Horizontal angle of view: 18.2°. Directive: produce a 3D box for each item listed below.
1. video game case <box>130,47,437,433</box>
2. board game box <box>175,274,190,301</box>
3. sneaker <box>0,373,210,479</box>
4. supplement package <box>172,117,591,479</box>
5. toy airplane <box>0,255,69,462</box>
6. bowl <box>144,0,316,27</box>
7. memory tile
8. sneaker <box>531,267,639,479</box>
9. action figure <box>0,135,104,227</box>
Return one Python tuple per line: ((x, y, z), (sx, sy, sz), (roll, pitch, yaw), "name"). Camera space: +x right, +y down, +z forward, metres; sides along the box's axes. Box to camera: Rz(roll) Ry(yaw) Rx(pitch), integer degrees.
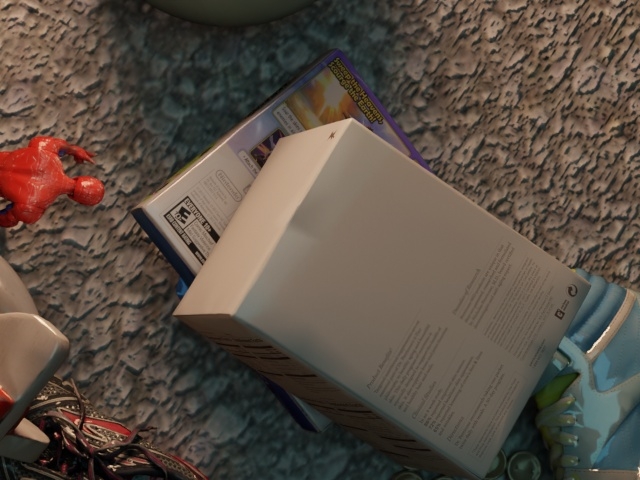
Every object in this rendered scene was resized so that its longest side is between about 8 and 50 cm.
((0.000, 0.000, 1.866), (0.244, 0.061, 0.269), (-40, 100, -15), "video game case")
((-0.064, 0.017, 1.894), (0.133, 0.033, 0.169), (19, 81, -17), "board game box")
((-0.215, 0.195, 1.812), (0.299, 0.112, 0.121), (25, 81, -5), "sneaker")
((0.050, 0.053, 1.744), (0.262, 0.198, 0.199), (34, 78, -15), "supplement package")
((-0.361, 0.026, 1.619), (0.384, 0.386, 0.272), (23, 83, -20), "toy airplane")
((-0.105, -0.337, 1.796), (0.311, 0.163, 0.312), (3, 104, 12), "bowl")
((0.137, 0.246, 1.914), (0.148, 0.012, 0.113), (10, 83, -8), "memory tile")
((0.225, 0.174, 1.882), (0.208, 0.127, 0.319), (27, 71, -8), "sneaker")
((-0.320, -0.065, 1.842), (0.280, 0.139, 0.091), (12, 85, 14), "action figure")
